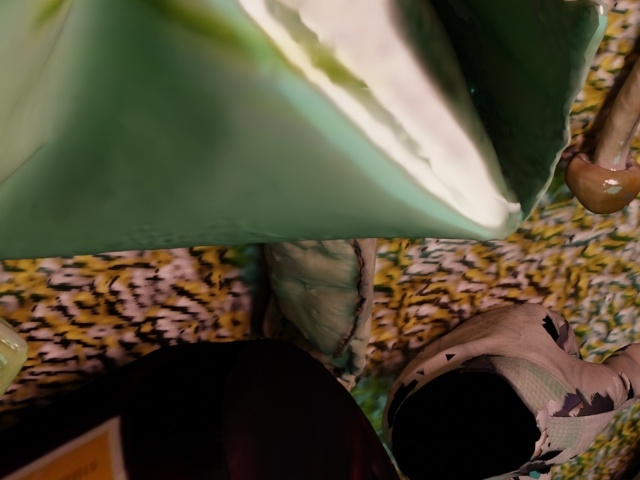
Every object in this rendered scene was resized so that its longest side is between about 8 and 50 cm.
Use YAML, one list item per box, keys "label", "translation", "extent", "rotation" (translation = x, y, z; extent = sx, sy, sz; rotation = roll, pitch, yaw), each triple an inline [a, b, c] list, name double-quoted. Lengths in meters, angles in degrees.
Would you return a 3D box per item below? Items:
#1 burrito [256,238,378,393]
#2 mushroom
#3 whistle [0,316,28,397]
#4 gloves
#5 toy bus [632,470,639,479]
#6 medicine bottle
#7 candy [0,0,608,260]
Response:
- label: "burrito"
  translation: [0.000, -0.002, 0.884]
  extent: [0.058, 0.063, 0.229]
  rotation: [1, 146, -3]
- label: "mushroom"
  translation: [0.151, -0.113, 0.886]
  extent: [0.068, 0.043, 0.306]
  rotation: [-47, 156, -26]
- label: "whistle"
  translation: [-0.234, 0.120, 0.794]
  extent: [0.288, 0.106, 0.131]
  rotation: [-38, 124, 18]
- label: "gloves"
  translation: [0.109, 0.086, 1.083]
  extent: [0.127, 0.111, 0.212]
  rotation: [-48, 175, 17]
- label: "toy bus"
  translation: [0.285, 0.234, 1.417]
  extent: [0.179, 0.143, 0.305]
  rotation: [-7, 143, -34]
- label: "medicine bottle"
  translation: [-0.149, 0.220, 0.926]
  extent: [0.395, 0.242, 0.242]
  rotation: [-28, 153, 19]
- label: "candy"
  translation: [-0.157, -0.063, 0.451]
  extent: [0.398, 0.263, 0.172]
  rotation: [-12, 135, -31]
